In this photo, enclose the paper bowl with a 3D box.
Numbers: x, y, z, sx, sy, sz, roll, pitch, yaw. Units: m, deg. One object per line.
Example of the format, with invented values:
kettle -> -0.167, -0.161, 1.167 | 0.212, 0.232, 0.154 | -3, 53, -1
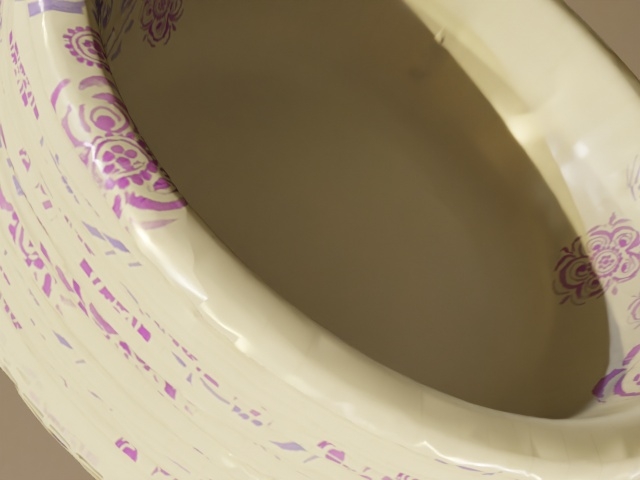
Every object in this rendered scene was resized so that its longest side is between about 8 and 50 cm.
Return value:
paper bowl -> 0.000, 0.000, 0.591 | 0.284, 0.148, 0.284 | 22, -140, -20
